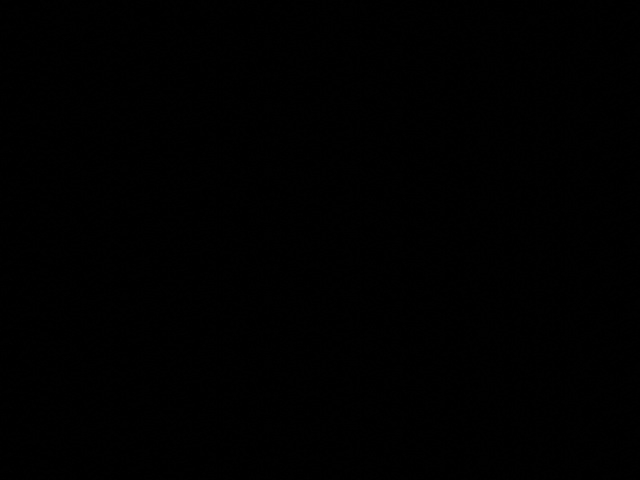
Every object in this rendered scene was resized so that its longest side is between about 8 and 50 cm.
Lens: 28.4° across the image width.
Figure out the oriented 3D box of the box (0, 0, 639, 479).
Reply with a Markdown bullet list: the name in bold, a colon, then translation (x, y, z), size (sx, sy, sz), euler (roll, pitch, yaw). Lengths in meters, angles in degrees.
- **box**: translation (0.046, 0.057, 0.173), size (0.179, 0.312, 0.343), euler (-18, 9, -13)
